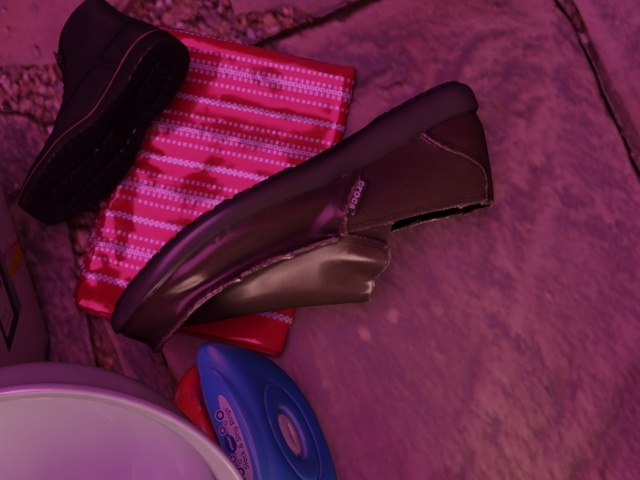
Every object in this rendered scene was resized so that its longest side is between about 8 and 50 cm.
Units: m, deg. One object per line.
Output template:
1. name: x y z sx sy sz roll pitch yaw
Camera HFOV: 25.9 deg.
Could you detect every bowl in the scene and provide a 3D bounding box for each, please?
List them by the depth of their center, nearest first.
1. bowl: -0.198 0.196 1.003 0.298 0.134 0.297 -5 117 -10

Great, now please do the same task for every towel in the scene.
1. towel: -0.094 -0.046 1.241 0.199 0.031 0.274 14 82 6

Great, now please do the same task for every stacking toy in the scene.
1. stacking toy: -0.152 0.219 1.159 0.302 0.166 0.175 -26 72 15

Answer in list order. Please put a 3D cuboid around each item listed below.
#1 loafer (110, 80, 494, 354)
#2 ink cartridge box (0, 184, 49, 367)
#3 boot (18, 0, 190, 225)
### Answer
1. loafer: 0.000 0.000 1.151 0.366 0.134 0.130 -31 89 -12
2. ink cartridge box: -0.352 0.056 1.098 0.198 0.270 0.197 -4 40 4
3. boot: -0.216 -0.120 1.238 0.198 0.077 0.137 -49 50 -4
